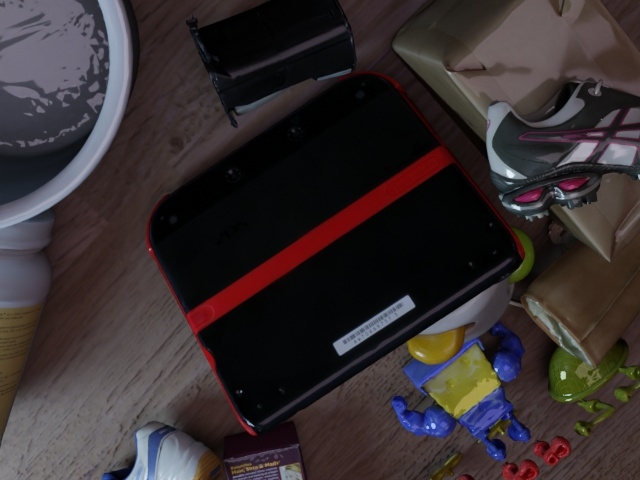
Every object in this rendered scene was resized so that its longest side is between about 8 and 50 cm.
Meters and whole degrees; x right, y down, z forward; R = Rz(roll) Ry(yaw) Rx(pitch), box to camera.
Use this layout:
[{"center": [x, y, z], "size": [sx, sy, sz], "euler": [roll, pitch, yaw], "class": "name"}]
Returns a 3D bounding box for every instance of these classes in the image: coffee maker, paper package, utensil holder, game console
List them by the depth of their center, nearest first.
[{"center": [-0.352, -0.201, 1.078], "size": [0.328, 0.385, 0.327], "euler": [-1, 102, -6], "class": "utensil holder"}, {"center": [0.260, -0.166, 1.192], "size": [0.168, 0.325, 0.309], "euler": [-42, 105, 4], "class": "paper package"}, {"center": [-0.052, -0.232, 1.218], "size": [0.178, 0.171, 0.120], "euler": [-25, 88, -3], "class": "coffee maker"}, {"center": [0.000, 0.000, 1.231], "size": [0.387, 0.060, 0.342], "euler": [-34, 65, 2], "class": "game console"}]

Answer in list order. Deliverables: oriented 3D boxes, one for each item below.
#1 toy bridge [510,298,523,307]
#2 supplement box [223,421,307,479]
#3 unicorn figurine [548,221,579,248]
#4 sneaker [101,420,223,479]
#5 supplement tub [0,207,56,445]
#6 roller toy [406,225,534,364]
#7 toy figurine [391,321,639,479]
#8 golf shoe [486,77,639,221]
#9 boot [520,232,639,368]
[{"center": [0.249, 0.047, 1.379], "size": [0.063, 0.026, 0.188], "euler": [-44, 98, 6], "class": "toy bridge"}, {"center": [-0.065, 0.357, 1.391], "size": [0.104, 0.081, 0.188], "euler": [-12, 104, -3], "class": "supplement box"}, {"center": [0.385, 0.001, 1.384], "size": [0.162, 0.060, 0.111], "euler": [21, 102, 5], "class": "unicorn figurine"}, {"center": [-0.250, 0.375, 1.376], "size": [0.131, 0.112, 0.296], "euler": [35, 103, 13], "class": "sneaker"}, {"center": [-0.461, 0.096, 1.204], "size": [0.241, 0.241, 0.331], "euler": [18, 99, -10], "class": "supplement tub"}, {"center": [0.142, 0.033, 1.276], "size": [0.191, 0.146, 0.209], "euler": [37, 90, 23], "class": "roller toy"}, {"center": [0.223, 0.185, 1.341], "size": [0.362, 0.191, 0.217], "euler": [-39, 99, 1], "class": "toy figurine"}, {"center": [0.296, -0.110, 0.990], "size": [0.273, 0.105, 0.120], "euler": [-17, 98, -2], "class": "golf shoe"}, {"center": [0.425, 0.063, 1.315], "size": [0.236, 0.089, 0.269], "euler": [44, 74, 4], "class": "boot"}]
